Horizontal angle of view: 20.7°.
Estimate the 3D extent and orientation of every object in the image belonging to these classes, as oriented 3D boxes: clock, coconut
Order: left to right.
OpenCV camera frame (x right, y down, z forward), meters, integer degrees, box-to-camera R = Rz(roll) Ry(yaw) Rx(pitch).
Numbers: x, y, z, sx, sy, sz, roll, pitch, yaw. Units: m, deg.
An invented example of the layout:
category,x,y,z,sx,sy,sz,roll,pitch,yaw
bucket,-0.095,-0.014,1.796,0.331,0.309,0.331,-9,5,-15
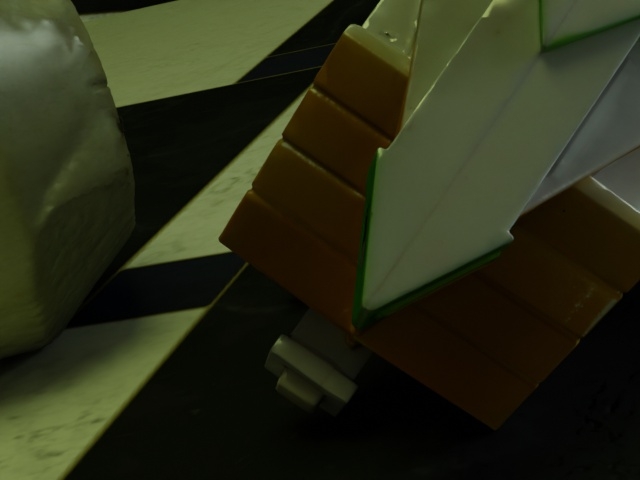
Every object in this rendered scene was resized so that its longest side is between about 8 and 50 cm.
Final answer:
category,x,y,z,sx,sy,sz,roll,pitch,yaw
coconut,-0.274,-0.049,1.042,0.323,0.323,0.323,-14,16,4
clock,0.089,-0.054,0.801,0.309,0.166,0.235,-54,-4,-15
